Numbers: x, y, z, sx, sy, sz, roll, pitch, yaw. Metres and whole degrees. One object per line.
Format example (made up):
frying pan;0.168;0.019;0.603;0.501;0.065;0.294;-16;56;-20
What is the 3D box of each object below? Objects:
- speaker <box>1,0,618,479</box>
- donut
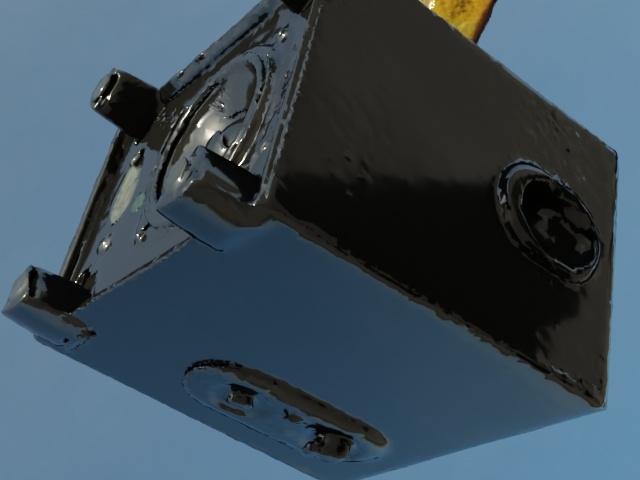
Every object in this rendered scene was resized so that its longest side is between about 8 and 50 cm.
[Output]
speaker;0.000;0.000;0.626;0.254;0.232;0.184;32;-128;-26
donut;0.107;-0.188;0.987;0.058;0.152;0.152;21;-94;-6
